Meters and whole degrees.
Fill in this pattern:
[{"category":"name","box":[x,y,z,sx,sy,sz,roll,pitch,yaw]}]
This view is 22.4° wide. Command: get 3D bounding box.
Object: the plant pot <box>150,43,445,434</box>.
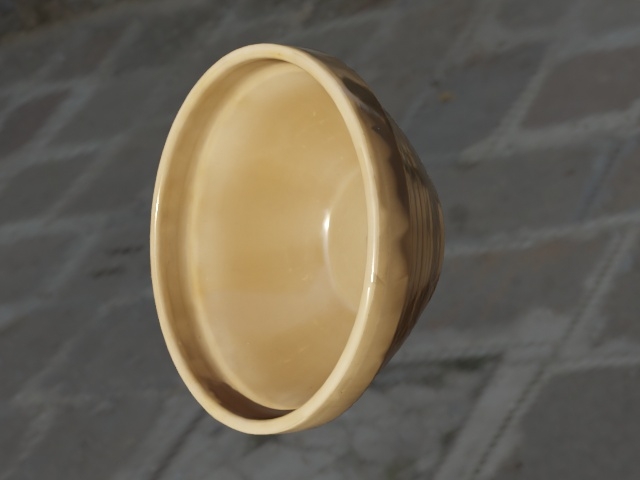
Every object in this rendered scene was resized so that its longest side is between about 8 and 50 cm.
[{"category":"plant pot","box":[0.000,0.000,1.004,0.110,0.237,0.237,2,5,-36]}]
